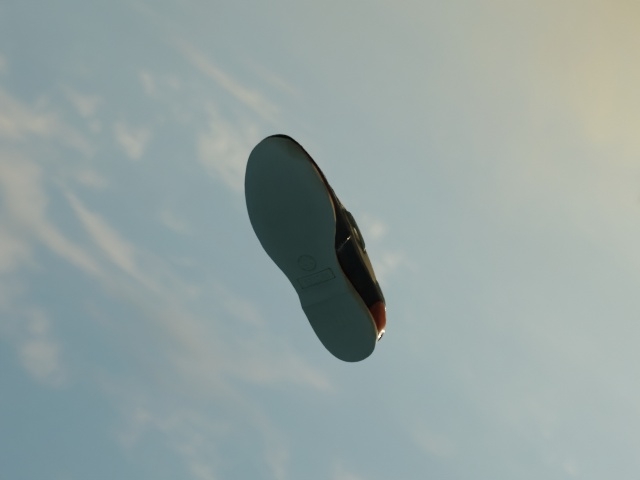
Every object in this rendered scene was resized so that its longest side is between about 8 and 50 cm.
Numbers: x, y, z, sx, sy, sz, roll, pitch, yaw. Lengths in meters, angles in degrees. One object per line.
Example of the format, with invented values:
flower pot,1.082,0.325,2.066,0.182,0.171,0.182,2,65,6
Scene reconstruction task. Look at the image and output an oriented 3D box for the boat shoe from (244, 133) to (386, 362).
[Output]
boat shoe,0.000,0.000,0.879,0.137,0.049,0.043,64,-153,-20
